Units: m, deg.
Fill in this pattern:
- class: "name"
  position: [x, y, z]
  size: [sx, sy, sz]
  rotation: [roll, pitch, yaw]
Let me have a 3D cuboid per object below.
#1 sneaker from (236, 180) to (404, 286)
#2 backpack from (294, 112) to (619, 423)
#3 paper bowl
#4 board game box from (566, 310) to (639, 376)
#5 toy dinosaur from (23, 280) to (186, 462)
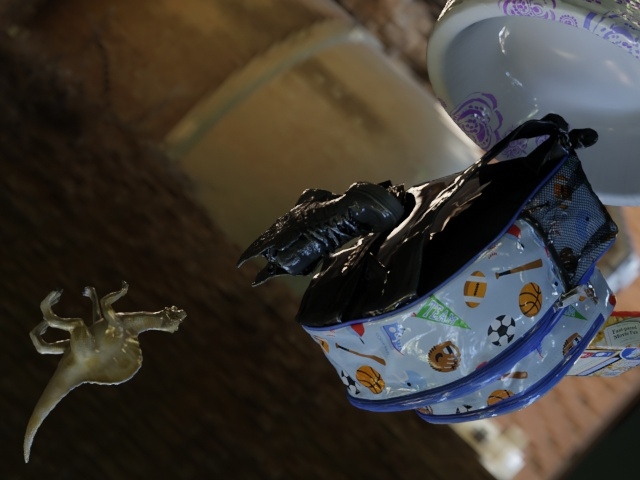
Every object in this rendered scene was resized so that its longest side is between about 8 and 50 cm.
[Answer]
- class: "sneaker"
  position: [-0.002, -0.002, 1.561]
  size: [0.089, 0.051, 0.170]
  rotation: [-53, -154, -22]
- class: "backpack"
  position: [0.118, 0.047, 1.621]
  size: [0.276, 0.213, 0.263]
  rotation: [-22, -169, 47]
- class: "paper bowl"
  position: [0.251, -0.171, 1.652]
  size: [0.148, 0.284, 0.284]
  rotation: [-62, 174, -28]
- class: "board game box"
  position: [0.281, 0.118, 2.032]
  size: [0.193, 0.045, 0.147]
  rotation: [2, 162, -20]
- class: "toy dinosaur"
  position: [-0.192, 0.088, 1.454]
  size: [0.183, 0.092, 0.053]
  rotation: [-39, 160, -24]
